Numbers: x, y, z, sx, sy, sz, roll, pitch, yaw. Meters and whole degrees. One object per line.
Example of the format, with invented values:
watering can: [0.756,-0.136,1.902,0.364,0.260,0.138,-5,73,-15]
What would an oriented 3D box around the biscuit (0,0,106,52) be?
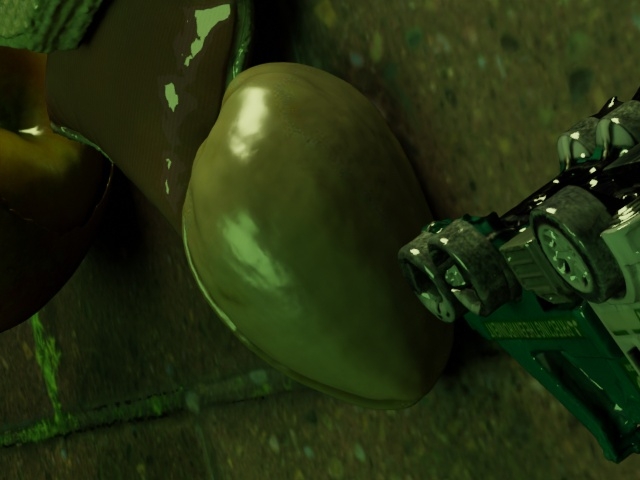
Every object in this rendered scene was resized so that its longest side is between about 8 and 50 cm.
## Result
biscuit: [-0.158,-0.228,0.886,0.150,0.052,0.252,19,114,50]

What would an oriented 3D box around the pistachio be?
pistachio: [0.000,0.000,0.791,0.185,0.124,0.124,55,147,5]

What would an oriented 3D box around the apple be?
apple: [-0.244,-0.058,1.063,0.207,0.237,0.237,-44,63,41]

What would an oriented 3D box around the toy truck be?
toy truck: [0.119,0.016,0.575,0.116,0.110,0.216,56,167,-4]

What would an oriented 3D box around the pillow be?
pillow: [-0.094,-0.105,0.933,0.179,0.075,0.171,42,130,40]
